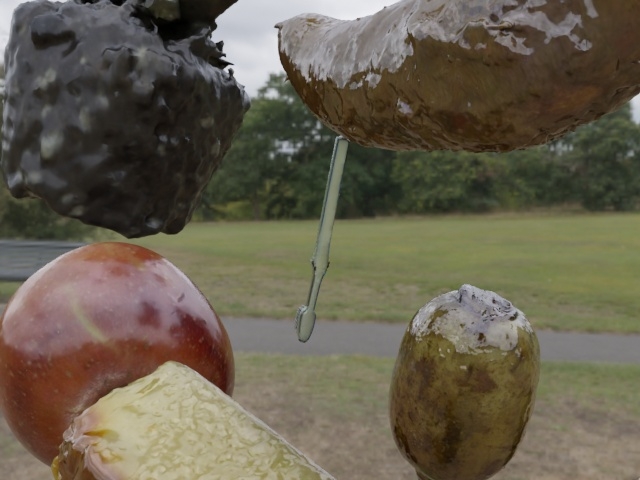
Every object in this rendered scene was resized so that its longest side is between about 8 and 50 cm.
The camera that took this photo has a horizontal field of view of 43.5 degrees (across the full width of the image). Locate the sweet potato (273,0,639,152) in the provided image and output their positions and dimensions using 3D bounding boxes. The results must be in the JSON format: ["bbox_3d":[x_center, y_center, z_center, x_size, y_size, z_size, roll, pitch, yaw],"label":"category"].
[{"bbox_3d":[0.083,-0.097,0.402,0.092,0.114,0.341,19,-14,-37],"label":"sweet potato"}]

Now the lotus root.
[{"bbox_3d":[0.139,0.161,0.810,0.145,0.260,0.128,26,36,24],"label":"lotus root"}]

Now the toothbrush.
[{"bbox_3d":[0.003,0.002,1.075,0.026,0.294,0.028,2,21,-30],"label":"toothbrush"}]

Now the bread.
[{"bbox_3d":[-0.045,0.213,0.461,0.274,0.185,0.114,32,37,34],"label":"bread"}]

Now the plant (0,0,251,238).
[{"bbox_3d":[-0.186,-0.174,0.809,0.215,0.312,0.213,27,15,20],"label":"plant"}]

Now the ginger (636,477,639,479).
[{"bbox_3d":[0.395,0.328,0.920,0.267,0.152,0.138,-29,-8,3],"label":"ginger"}]

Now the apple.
[{"bbox_3d":[-0.177,0.099,0.691,0.201,0.201,0.162,-2,28,-22],"label":"apple"}]
